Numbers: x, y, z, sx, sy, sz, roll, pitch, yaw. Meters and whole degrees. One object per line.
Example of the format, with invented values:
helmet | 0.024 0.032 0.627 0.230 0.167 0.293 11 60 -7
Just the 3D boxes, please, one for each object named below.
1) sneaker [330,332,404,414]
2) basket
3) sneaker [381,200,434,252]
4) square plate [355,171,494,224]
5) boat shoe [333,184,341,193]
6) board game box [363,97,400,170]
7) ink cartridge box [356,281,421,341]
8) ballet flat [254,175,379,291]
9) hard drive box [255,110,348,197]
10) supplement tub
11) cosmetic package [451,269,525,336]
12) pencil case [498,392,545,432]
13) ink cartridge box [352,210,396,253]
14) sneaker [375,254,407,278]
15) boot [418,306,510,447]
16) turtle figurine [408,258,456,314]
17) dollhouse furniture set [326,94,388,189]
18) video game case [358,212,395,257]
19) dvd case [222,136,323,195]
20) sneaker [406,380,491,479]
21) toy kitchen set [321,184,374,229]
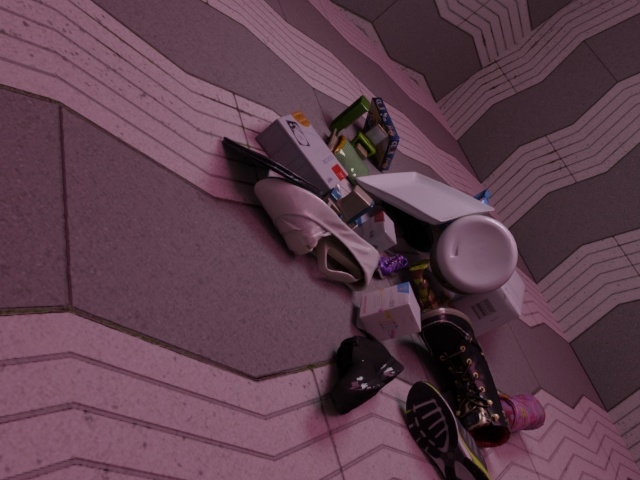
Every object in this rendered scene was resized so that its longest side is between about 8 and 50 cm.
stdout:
sneaker | 0.074 0.265 1.131 0.130 0.109 0.286 54 16 13
basket | 0.491 -0.087 2.020 0.201 0.289 0.255 60 23 -1
sneaker | 0.323 -0.081 1.947 0.267 0.101 0.106 58 24 6
square plate | 0.342 -0.139 1.804 0.344 0.049 0.347 -11 34 -45
boat shoe | 0.023 -0.173 1.630 0.035 0.035 0.100 -32 91 -37
board game box | 0.233 -0.415 2.132 0.042 0.165 0.243 -4 54 -15
ink cartridge box | 0.162 0.178 1.333 0.092 0.143 0.089 -76 144 -58
ballet flat | 0.000 0.000 1.292 0.400 0.139 0.139 37 31 -35
hard drive box | -0.046 -0.230 1.510 0.232 0.089 0.181 53 26 -6
supplement tub | 0.473 0.055 1.744 0.235 0.236 0.325 59 2 9
cosmetic package | 0.626 0.197 2.023 0.155 0.197 0.366 57 27 3
pencil case | 0.583 0.524 1.653 0.284 0.124 0.124 21 42 -51
ink cartridge box | 0.134 -0.004 1.492 0.056 0.135 0.099 44 28 -28
sneaker | 0.204 0.065 1.603 0.170 0.071 0.068 -4 63 -60
boot | 0.382 0.365 1.455 0.377 0.138 0.284 50 23 -44
turtle figurine | 0.330 0.171 1.669 0.270 0.087 0.217 -26 100 -57
dollhouse furniture set | 0.141 -0.337 1.880 0.197 0.151 0.301 46 27 -18
video game case | 0.174 -0.030 1.730 0.166 0.015 0.119 38 30 -31
dvd case | -0.113 -0.175 1.275 0.165 0.018 0.221 27 4 -45
sneaker | 0.295 0.460 1.274 0.299 0.111 0.121 62 16 2
toy kitchen set | 0.087 -0.085 1.472 0.122 0.166 0.207 49 27 -13
